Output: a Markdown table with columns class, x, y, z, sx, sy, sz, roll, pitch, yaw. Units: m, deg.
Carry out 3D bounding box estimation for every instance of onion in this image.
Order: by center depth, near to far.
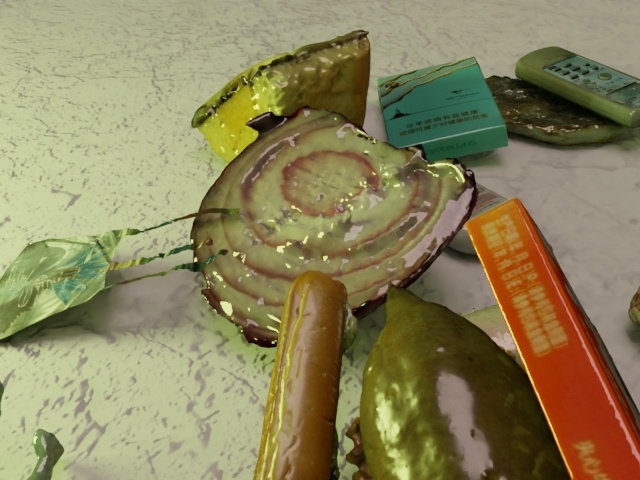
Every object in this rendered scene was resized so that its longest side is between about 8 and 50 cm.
| class | x | y | z | sx | sy | sz | roll | pitch | yaw |
| --- | --- | --- | --- | --- | --- | --- | --- | --- | --- |
| onion | 0.000 | 0.000 | 0.932 | 0.280 | 0.146 | 0.314 | -45 | 52 | -11 |

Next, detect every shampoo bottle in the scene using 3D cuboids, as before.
| class | x | y | z | sx | sy | sz | roll | pitch | yaw |
| --- | --- | --- | --- | --- | --- | --- | --- | --- | --- |
| shampoo bottle | 0.183 | -0.027 | 1.018 | 0.108 | 0.051 | 0.221 | -24 | 42 | -29 |

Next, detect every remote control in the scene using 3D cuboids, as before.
| class | x | y | z | sx | sy | sz | roll | pitch | yaw |
| --- | --- | --- | --- | --- | --- | --- | --- | --- | --- |
| remote control | 0.400 | -0.232 | 1.243 | 0.098 | 0.038 | 0.233 | -25 | 42 | -26 |

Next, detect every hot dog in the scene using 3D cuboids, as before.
| class | x | y | z | sx | sy | sz | roll | pitch | yaw |
| --- | --- | --- | --- | --- | --- | --- | --- | --- | --- |
| hot dog | -0.010 | 0.142 | 0.709 | 0.068 | 0.100 | 0.249 | 7 | 60 | 4 |

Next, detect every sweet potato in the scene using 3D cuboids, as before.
| class | x | y | z | sx | sy | sz | roll | pitch | yaw |
| --- | --- | --- | --- | --- | --- | --- | --- | --- | --- |
| sweet potato | 0.110 | 0.179 | 0.589 | 0.158 | 0.158 | 0.369 | -12 | 66 | -13 |

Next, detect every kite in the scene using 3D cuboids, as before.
| class | x | y | z | sx | sy | sz | roll | pitch | yaw |
| --- | --- | --- | --- | --- | --- | --- | --- | --- | --- |
| kite | -0.235 | 0.018 | 0.923 | 0.310 | 0.015 | 0.169 | -17 | 35 | 12 |

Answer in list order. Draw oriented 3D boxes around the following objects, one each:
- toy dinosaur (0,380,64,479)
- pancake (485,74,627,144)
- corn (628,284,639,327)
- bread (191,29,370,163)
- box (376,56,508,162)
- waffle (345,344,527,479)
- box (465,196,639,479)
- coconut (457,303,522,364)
| class | x | y | z | sx | sy | sz | roll | pitch | yaw |
| --- | --- | --- | --- | --- | --- | --- | --- | --- | --- |
| toy dinosaur | -0.255 | 0.212 | 0.673 | 0.393 | 0.092 | 0.205 | 14 | 40 | -1 |
| pancake | 0.361 | -0.212 | 1.282 | 0.254 | 0.037 | 0.253 | -2 | 36 | 1 |
| corn | 0.412 | 0.110 | 0.782 | 0.098 | 0.098 | 0.290 | -22 | 40 | -26 |
| bread | -0.030 | -0.176 | 1.141 | 0.204 | 0.162 | 0.262 | -31 | 8 | -28 |
| box | 0.172 | -0.191 | 1.234 | 0.162 | 0.041 | 0.229 | -12 | 36 | 6 |
| waffle | 0.113 | 0.168 | 0.693 | 0.191 | 0.038 | 0.191 | -3 | 70 | 8 |
| box | 0.203 | 0.142 | 0.571 | 0.048 | 0.265 | 0.273 | -28 | 49 | 14 |
| coconut | 0.174 | 0.111 | 0.784 | 0.125 | 0.110 | 0.110 | -16 | 37 | -7 |
